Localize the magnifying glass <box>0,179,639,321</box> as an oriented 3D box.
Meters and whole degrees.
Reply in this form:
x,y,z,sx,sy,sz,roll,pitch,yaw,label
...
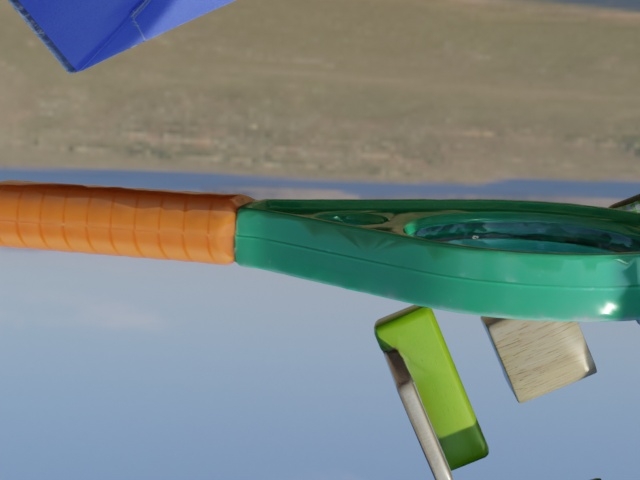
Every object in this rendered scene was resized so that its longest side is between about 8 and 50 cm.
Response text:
x,y,z,sx,sy,sz,roll,pitch,yaw,label
0.000,0.000,0.425,0.231,0.026,0.092,6,-168,17,magnifying glass

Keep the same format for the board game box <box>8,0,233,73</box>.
x,y,z,sx,sy,sz,roll,pitch,yaw,label
-0.147,-0.267,0.711,0.141,0.291,0.232,-25,174,-2,board game box

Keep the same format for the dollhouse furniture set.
x,y,z,sx,sy,sz,roll,pitch,yaw,label
0.202,0.081,0.733,0.302,0.197,0.151,-22,-171,3,dollhouse furniture set
